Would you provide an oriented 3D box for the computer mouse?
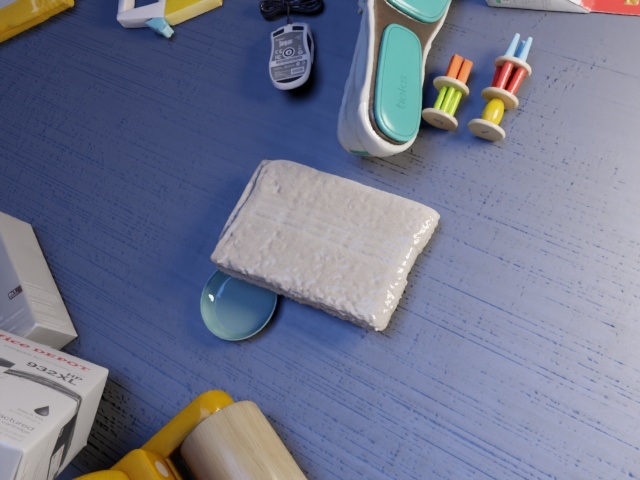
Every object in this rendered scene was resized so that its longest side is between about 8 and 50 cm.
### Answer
[{"bbox_3d":[-0.046,-0.304,1.258,0.106,0.042,0.193,-7,63,14],"label":"computer mouse"}]

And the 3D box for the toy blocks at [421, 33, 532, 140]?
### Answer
[{"bbox_3d":[0.220,-0.221,1.113,0.123,0.054,0.148,19,78,26],"label":"toy blocks"}]

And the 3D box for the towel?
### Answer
[{"bbox_3d":[0.000,0.000,1.109,0.282,0.049,0.187,21,73,24],"label":"towel"}]

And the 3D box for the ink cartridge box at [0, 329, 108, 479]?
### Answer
[{"bbox_3d":[-0.426,0.220,1.008,0.223,0.307,0.129,20,97,-1],"label":"ink cartridge box"}]

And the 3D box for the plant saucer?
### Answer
[{"bbox_3d":[-0.113,0.086,1.147,0.119,0.021,0.119,-7,68,18],"label":"plant saucer"}]

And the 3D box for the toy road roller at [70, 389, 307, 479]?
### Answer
[{"bbox_3d":[-0.197,0.336,0.961,0.329,0.240,0.202,-41,62,3],"label":"toy road roller"}]

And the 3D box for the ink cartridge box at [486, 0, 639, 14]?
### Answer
[{"bbox_3d":[0.360,-0.410,1.132,0.224,0.056,0.181,12,76,26],"label":"ink cartridge box"}]

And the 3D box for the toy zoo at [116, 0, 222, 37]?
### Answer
[{"bbox_3d":[-0.258,-0.481,1.410,0.192,0.030,0.293,-8,68,18],"label":"toy zoo"}]

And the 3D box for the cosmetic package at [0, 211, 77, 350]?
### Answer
[{"bbox_3d":[-0.487,0.081,1.249,0.127,0.107,0.238,-38,65,7],"label":"cosmetic package"}]

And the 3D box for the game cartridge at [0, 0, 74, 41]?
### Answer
[{"bbox_3d":[-0.631,-0.510,1.502,0.323,0.052,0.285,-21,85,14],"label":"game cartridge"}]

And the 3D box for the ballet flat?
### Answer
[{"bbox_3d":[0.096,-0.297,1.150,0.139,0.139,0.400,5,69,23],"label":"ballet flat"}]
